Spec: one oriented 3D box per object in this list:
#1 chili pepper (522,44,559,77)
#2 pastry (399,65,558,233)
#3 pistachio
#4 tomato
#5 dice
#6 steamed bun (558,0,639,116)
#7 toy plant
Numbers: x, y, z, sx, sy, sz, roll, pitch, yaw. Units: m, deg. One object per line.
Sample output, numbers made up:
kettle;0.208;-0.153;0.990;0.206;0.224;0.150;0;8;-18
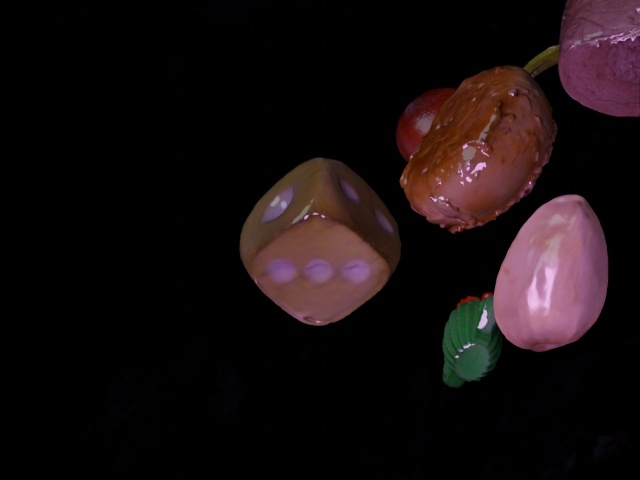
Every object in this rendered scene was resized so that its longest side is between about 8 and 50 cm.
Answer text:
chili pepper;0.431;-0.343;2.256;0.208;0.043;0.049;-29;55;47
pastry;0.290;-0.146;2.016;0.316;0.184;0.284;-60;19;-21
pistachio;0.337;0.050;1.661;0.157;0.157;0.230;4;76;61
tomato;0.234;-0.248;2.364;0.199;0.112;0.228;-50;26;-8
dice;0.000;0.000;2.239;0.238;0.233;0.227;-38;25;21
steamed bun;0.540;-0.321;1.835;0.301;0.199;0.251;-14;34;28
toy plant;0.228;0.153;1.778;0.240;0.088;0.155;123;168;-83
